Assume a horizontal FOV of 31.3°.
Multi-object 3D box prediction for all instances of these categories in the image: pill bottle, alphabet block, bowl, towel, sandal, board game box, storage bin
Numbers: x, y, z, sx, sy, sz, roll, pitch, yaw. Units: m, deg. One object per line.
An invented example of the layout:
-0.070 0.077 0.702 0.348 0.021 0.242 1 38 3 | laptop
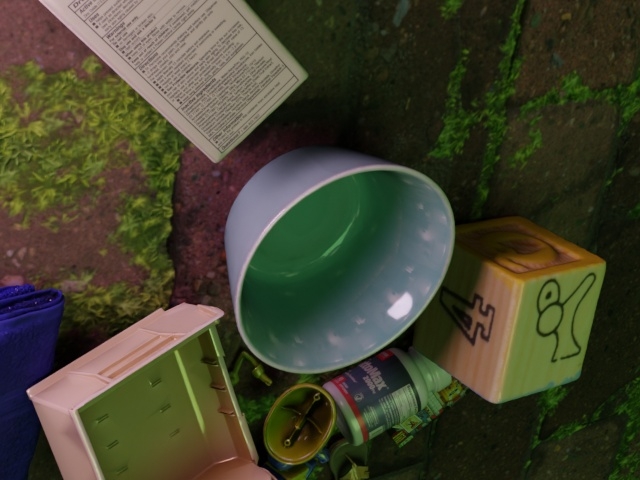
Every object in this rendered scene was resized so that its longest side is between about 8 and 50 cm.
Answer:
0.103 0.227 1.749 0.180 0.108 0.108 -27 134 -14 | pill bottle
0.273 0.095 1.671 0.192 0.193 0.197 -10 118 -37 | alphabet block
0.000 0.000 1.468 0.311 0.163 0.311 -18 132 -22 | bowl
-0.428 0.207 1.367 0.228 0.076 0.308 -20 134 -52 | towel
0.051 0.389 1.878 0.072 0.049 0.180 -17 131 -22 | sandal
0.201 0.222 1.867 0.260 0.030 0.136 -38 133 -3 | board game box
-0.201 0.250 1.456 0.260 0.123 0.262 -32 116 -37 | storage bin

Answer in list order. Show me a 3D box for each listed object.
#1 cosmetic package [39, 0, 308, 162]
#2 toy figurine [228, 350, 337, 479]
-0.165 -0.237 1.202 0.153 0.129 0.296 -42 136 3 | cosmetic package
-0.086 0.336 1.725 0.362 0.191 0.217 -63 162 11 | toy figurine
